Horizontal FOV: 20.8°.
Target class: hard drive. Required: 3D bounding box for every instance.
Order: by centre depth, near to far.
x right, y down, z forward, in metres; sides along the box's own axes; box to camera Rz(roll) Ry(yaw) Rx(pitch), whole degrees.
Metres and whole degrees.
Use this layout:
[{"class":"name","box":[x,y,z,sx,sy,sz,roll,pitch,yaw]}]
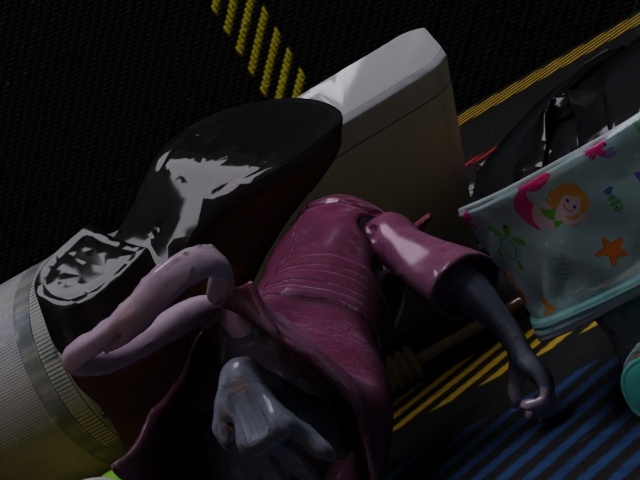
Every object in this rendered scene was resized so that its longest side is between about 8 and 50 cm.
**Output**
[{"class":"hard drive","box":[0.016,-0.002,1.424,0.233,0.047,0.353,-32,-29,-8]}]

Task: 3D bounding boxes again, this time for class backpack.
[{"class":"backpack","box":[0.211,-0.035,1.054,0.225,0.191,0.253,-30,-1,31]}]

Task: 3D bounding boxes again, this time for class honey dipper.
[{"class":"honey dipper","box":[0.114,0.075,1.378,0.160,0.030,0.030,-28,7,-5]}]

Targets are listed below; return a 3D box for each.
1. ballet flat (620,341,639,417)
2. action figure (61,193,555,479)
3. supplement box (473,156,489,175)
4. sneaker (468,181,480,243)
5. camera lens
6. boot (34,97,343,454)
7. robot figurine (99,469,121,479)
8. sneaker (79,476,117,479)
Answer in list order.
[{"class":"ballet flat","box":[0.239,0.050,0.891,0.188,0.070,0.070,-19,14,47]},{"class":"action figure","box":[-0.020,0.067,1.100,0.248,0.276,0.370,-34,18,31]},{"class":"supplement box","box":[0.196,-0.032,1.455,0.081,0.104,0.188,-31,6,2]},{"class":"sneaker","box":[0.000,0.000,1.734,0.410,0.182,0.158,-26,8,31]},{"class":"camera lens","box":[-0.250,0.132,1.701,0.274,0.219,0.219,-28,7,22]},{"class":"boot","box":[-0.056,0.066,1.245,0.096,0.280,0.264,20,54,36]},{"class":"robot figurine","box":[-0.138,0.204,1.362,0.115,0.067,0.101,-29,27,17]},{"class":"sneaker","box":[-0.235,0.252,1.307,0.217,0.079,0.121,-42,9,-13]}]
